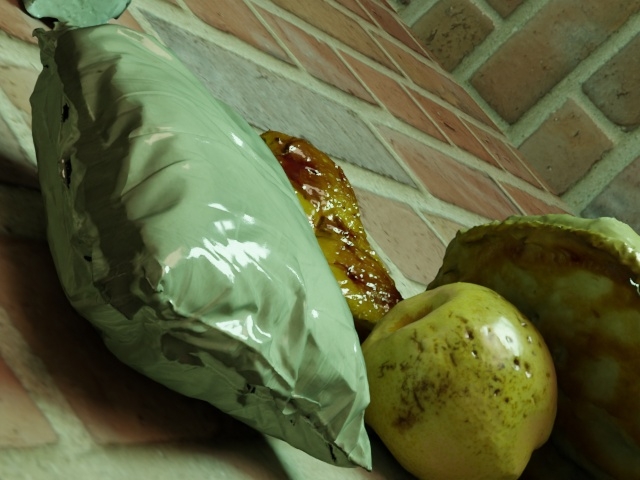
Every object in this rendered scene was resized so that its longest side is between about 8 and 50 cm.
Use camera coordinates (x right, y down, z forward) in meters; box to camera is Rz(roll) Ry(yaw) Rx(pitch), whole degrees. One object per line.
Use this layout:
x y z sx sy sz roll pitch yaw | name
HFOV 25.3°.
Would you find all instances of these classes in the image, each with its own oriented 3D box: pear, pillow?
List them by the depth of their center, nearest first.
-0.082 0.004 0.983 0.283 0.138 0.310 45 13 -44 | pillow
0.113 0.127 1.174 0.178 0.178 0.178 43 15 -14 | pear

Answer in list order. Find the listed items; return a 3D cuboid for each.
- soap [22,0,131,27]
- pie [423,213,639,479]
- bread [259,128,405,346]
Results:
-0.238 -0.315 1.378 0.094 0.150 0.261 28 23 -38 | soap
0.216 0.114 1.247 0.092 0.315 0.315 -21 64 -43 | pie
-0.001 0.001 1.339 0.139 0.077 0.271 33 22 -35 | bread
